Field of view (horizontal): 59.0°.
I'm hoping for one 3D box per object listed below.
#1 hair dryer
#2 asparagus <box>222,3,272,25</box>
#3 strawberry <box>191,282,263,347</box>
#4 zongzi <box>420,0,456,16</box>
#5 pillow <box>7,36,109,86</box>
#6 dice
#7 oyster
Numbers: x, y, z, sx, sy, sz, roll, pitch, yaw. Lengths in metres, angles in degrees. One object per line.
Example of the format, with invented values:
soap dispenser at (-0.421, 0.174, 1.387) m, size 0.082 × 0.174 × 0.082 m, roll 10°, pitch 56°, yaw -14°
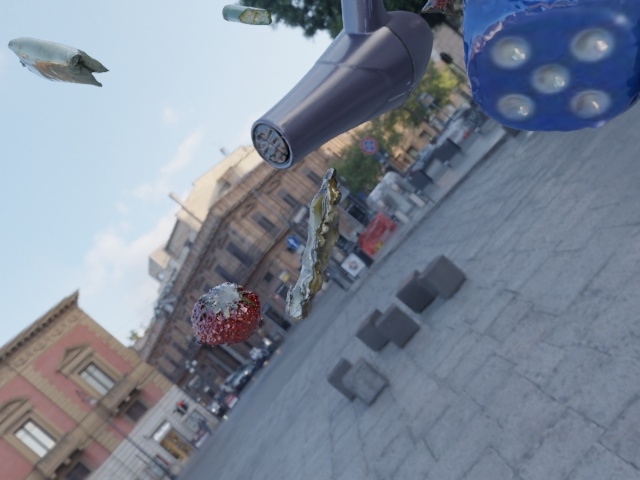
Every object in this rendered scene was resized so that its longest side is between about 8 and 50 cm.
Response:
hair dryer at (0.008, -0.284, 0.619) m, size 0.301 × 0.121 × 0.361 m, roll -44°, pitch -46°, yaw -34°
asparagus at (-0.165, -0.505, 1.269) m, size 0.178 × 0.045 × 0.041 m, roll 33°, pitch 105°, yaw 48°
strawberry at (-0.185, 0.141, 1.100) m, size 0.145 × 0.145 × 0.086 m, roll -50°, pitch -33°, yaw -39°
zongzi at (0.269, -0.513, 1.217) m, size 0.083 × 0.073 × 0.067 m, roll -61°, pitch -12°, yaw 17°
pillow at (-0.598, -0.408, 1.296) m, size 0.134 × 0.181 × 0.078 m, roll 41°, pitch -117°, yaw -83°
dice at (0.212, -0.193, 0.506) m, size 0.143 × 0.146 × 0.146 m, roll 63°, pitch -142°, yaw -46°
oyster at (-0.001, 0.001, 1.137) m, size 0.129 × 0.078 × 0.345 m, roll 116°, pitch 169°, yaw -62°
